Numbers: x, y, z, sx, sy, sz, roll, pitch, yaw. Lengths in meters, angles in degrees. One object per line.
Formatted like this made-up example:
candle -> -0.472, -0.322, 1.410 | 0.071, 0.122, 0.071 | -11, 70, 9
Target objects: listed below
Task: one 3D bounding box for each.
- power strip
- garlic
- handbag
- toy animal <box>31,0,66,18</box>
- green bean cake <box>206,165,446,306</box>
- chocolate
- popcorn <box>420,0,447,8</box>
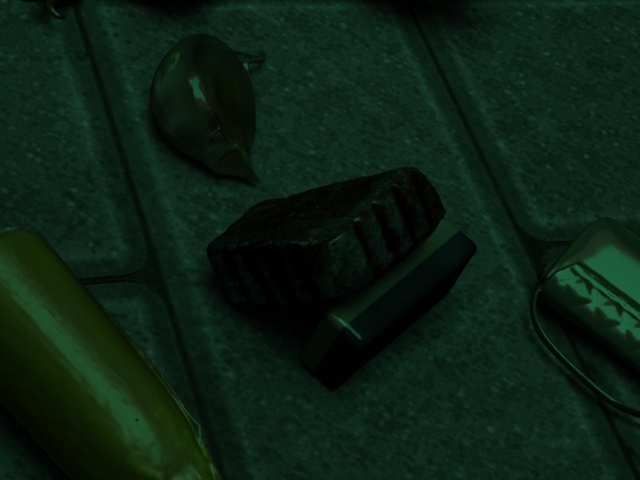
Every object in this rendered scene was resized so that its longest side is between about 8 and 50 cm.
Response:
power strip -> 0.084, 0.069, 1.951 | 0.070, 0.105, 0.257 | 44, 49, 12
garlic -> -0.143, -0.207, 2.130 | 0.129, 0.148, 0.266 | -8, 47, 22
handbag -> 0.383, 0.108, 2.052 | 0.256, 0.079, 0.219 | 37, 59, 14
toy animal -> -0.379, -0.385, 2.221 | 0.099, 0.056, 0.241 | -14, 55, -30
green bean cake -> 0.000, 0.000, 1.915 | 0.198, 0.233, 0.097 | -42, 116, -42
chocolate -> -0.231, 0.183, 1.726 | 0.162, 0.162, 0.445 | -31, 70, -37
popcorn -> 0.161, -0.446, 2.367 | 0.259, 0.212, 0.259 | 8, 61, -14
